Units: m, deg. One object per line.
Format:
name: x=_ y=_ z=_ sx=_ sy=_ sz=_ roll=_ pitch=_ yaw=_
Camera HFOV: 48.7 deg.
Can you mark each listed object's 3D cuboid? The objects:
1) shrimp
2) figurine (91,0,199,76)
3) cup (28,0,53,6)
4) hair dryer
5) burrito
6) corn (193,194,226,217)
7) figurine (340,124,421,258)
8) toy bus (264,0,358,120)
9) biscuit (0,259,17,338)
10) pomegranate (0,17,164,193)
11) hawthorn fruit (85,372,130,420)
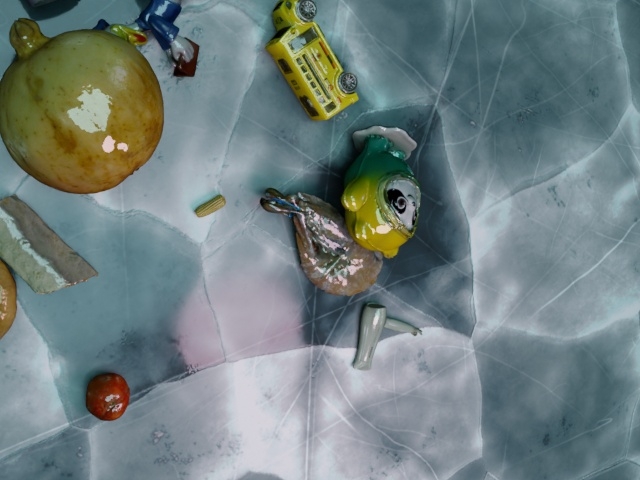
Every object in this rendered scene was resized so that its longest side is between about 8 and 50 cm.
shrimp: x=0.000 y=0.000 z=2.020 sx=0.446 sy=0.110 sz=0.221 roll=39 pitch=88 yaw=-25
figurine: x=-0.418 y=-0.535 z=1.778 sx=0.339 sy=0.204 sz=0.283 roll=-21 pitch=110 yaw=-7
cup: x=-0.668 y=-0.702 z=1.626 sx=0.203 sy=0.203 sz=0.288 roll=-27 pitch=112 yaw=-18
hair dryer: x=0.216 y=0.298 z=2.163 sx=0.237 sy=0.075 sz=0.206 roll=5 pitch=100 yaw=-31
burrito: x=-0.686 y=0.022 z=1.711 sx=0.299 sy=0.105 sz=0.143 roll=50 pitch=41 yaw=-18
corn: x=-0.297 y=-0.091 z=1.912 sx=0.092 sy=0.037 sz=0.037 roll=-29 pitch=105 yaw=-16
figurine: x=0.164 y=-0.128 z=1.971 sx=0.324 sy=0.232 sz=0.339 roll=34 pitch=55 yaw=-46
toy bus: x=-0.038 y=-0.495 z=1.925 sx=0.152 sy=0.144 sz=0.330 roll=-38 pitch=110 yaw=-14
biscuit: x=-0.825 y=0.129 z=1.655 sx=0.213 sy=0.091 sz=0.274 roll=-13 pitch=96 yaw=8
pomegranate: x=-0.557 y=-0.314 z=1.601 sx=0.410 sy=0.410 sz=0.409 roll=-2 pitch=96 yaw=-23
hawthorn fruit: x=-0.544 y=0.403 z=1.812 sx=0.128 sy=0.128 sz=0.128 roll=-2 pitch=96 yaw=-23
